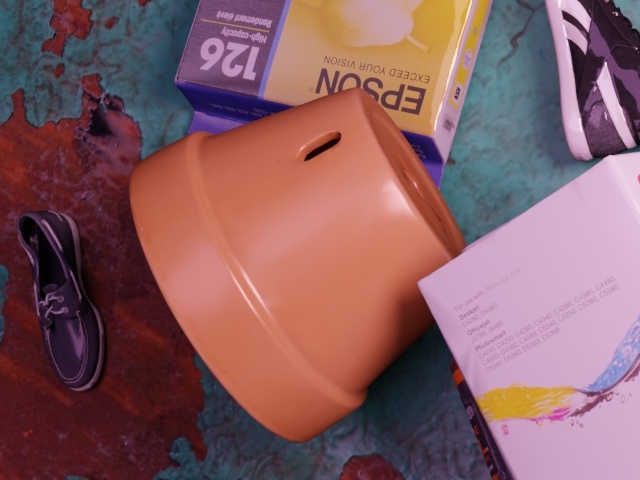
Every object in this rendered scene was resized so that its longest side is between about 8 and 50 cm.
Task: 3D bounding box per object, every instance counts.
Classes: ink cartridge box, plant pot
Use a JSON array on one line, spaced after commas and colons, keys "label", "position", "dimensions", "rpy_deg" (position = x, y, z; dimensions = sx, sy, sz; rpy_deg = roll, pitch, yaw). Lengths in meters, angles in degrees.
[{"label": "ink cartridge box", "position": [0.248, 0.092, 0.917], "dimensions": [0.197, 0.198, 0.270], "rpy_deg": [-37, 73, 38]}, {"label": "plant pot", "position": [0.000, 0.000, 1.071], "dimensions": [0.203, 0.291, 0.290], "rpy_deg": [-32, 68, 13]}, {"label": "ink cartridge box", "position": [0.006, -0.190, 1.222], "dimensions": [0.304, 0.072, 0.307], "rpy_deg": [15, 85, 27]}]

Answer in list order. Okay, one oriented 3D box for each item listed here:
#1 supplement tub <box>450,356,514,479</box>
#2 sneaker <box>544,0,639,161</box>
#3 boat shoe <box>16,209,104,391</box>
[{"label": "supplement tub", "position": [0.178, 0.139, 1.055], "dimensions": [0.106, 0.106, 0.197], "rpy_deg": [-27, 69, 19]}, {"label": "sneaker", "position": [0.271, -0.185, 1.091], "dimensions": [0.121, 0.079, 0.216], "rpy_deg": [-9, 85, 21]}, {"label": "boat shoe", "position": [-0.288, 0.063, 1.318], "dimensions": [0.075, 0.065, 0.206], "rpy_deg": [-21, 72, 21]}]
